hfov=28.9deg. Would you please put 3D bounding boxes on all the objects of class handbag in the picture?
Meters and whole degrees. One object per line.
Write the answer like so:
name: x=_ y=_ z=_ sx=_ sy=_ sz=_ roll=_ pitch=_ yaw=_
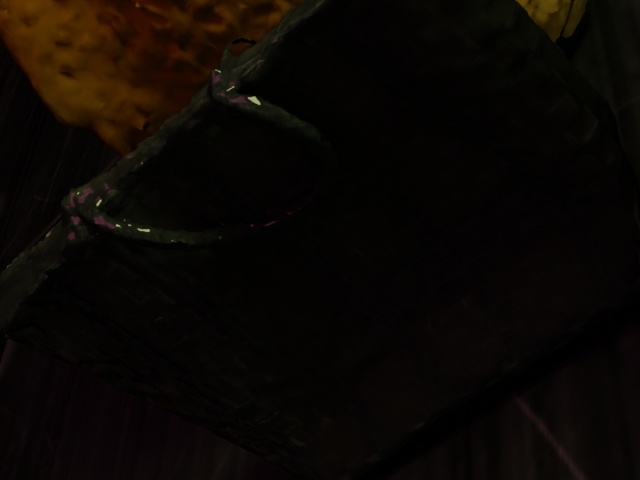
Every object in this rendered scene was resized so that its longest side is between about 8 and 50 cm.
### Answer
handbag: x=0.000 y=0.000 z=0.486 sx=0.270 sy=0.175 sz=0.088 roll=-39 pitch=33 yaw=34

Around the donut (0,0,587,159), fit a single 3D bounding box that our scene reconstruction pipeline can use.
donut: x=-0.033 y=-0.243 z=0.619 sx=0.163 sy=0.378 sz=0.435 roll=-35 pitch=38 yaw=45
